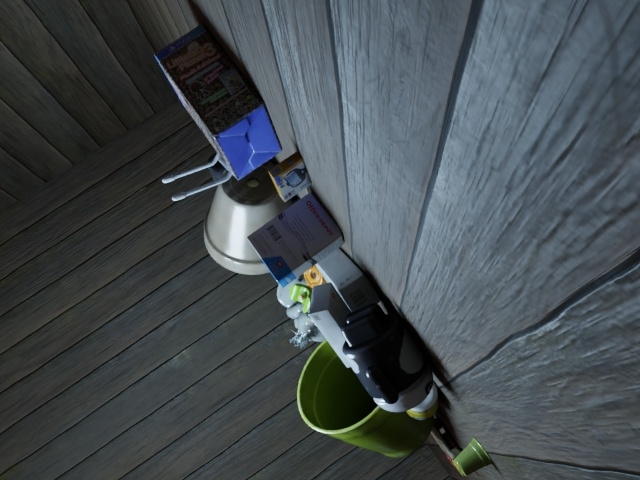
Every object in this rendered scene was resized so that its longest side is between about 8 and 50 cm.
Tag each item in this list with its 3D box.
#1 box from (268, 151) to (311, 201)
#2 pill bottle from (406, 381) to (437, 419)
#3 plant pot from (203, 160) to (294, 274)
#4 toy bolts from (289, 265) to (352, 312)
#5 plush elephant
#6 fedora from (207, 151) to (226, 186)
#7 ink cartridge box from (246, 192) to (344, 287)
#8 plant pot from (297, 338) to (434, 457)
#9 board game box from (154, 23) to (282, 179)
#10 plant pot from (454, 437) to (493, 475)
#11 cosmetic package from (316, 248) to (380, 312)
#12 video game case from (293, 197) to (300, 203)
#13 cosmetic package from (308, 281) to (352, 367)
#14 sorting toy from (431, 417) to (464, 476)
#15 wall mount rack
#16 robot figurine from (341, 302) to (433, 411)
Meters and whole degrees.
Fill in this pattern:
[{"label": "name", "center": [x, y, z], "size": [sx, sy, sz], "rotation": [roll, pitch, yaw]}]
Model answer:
[{"label": "box", "center": [-0.068, -0.144, 1.614], "size": [0.028, 0.081, 0.136], "rotation": [52, 174, 28]}, {"label": "pill bottle", "center": [0.282, 0.449, 1.947], "size": [0.103, 0.103, 0.184], "rotation": [53, 174, 27]}, {"label": "plant pot", "center": [-0.207, -0.099, 2.143], "size": [0.323, 0.323, 0.280], "rotation": [53, 156, 26]}, {"label": "toy bolts", "center": [0.044, 0.169, 2.238], "size": [0.228, 0.158, 0.218], "rotation": [44, 130, 31]}, {"label": "plush elephant", "center": [-0.008, 0.220, 2.493], "size": [0.272, 0.255, 0.330], "rotation": [12, -165, 21]}, {"label": "fedora", "center": [-0.294, -0.233, 2.447], "size": [0.334, 0.152, 0.334], "rotation": [50, 164, 21]}, {"label": "ink cartridge box", "center": [-0.061, 0.000, 1.764], "size": [0.148, 0.203, 0.086], "rotation": [54, 176, 19]}, {"label": "plant pot", "center": [0.178, 0.509, 2.183], "size": [0.353, 0.366, 0.366], "rotation": [45, -178, -35]}, {"label": "board game box", "center": [-0.247, -0.337, 1.699], "size": [0.291, 0.141, 0.232], "rotation": [53, 174, 22]}, {"label": "plant pot", "center": [0.403, 0.585, 1.836], "size": [0.083, 0.079, 0.083], "rotation": [54, 174, 8]}, {"label": "cosmetic package", "center": [0.065, 0.102, 1.903], "size": [0.117, 0.085, 0.231], "rotation": [58, 175, -32]}, {"label": "video game case", "center": [0.000, 0.000, 2.150], "size": [0.196, 0.026, 0.274], "rotation": [53, 173, 23]}, {"label": "cosmetic package", "center": [0.051, 0.224, 1.810], "size": [0.239, 0.060, 0.099], "rotation": [57, -153, -37]}, {"label": "sorting toy", "center": [0.421, 0.674, 2.355], "size": [0.274, 0.046, 0.132], "rotation": [56, 174, 0]}, {"label": "wall mount rack", "center": [-0.317, -0.246, 2.006], "size": [0.130, 0.304, 0.350], "rotation": [30, -174, -26]}, {"label": "robot figurine", "center": [0.168, 0.296, 1.722], "size": [0.278, 0.209, 0.173], "rotation": [58, 152, -11]}]
